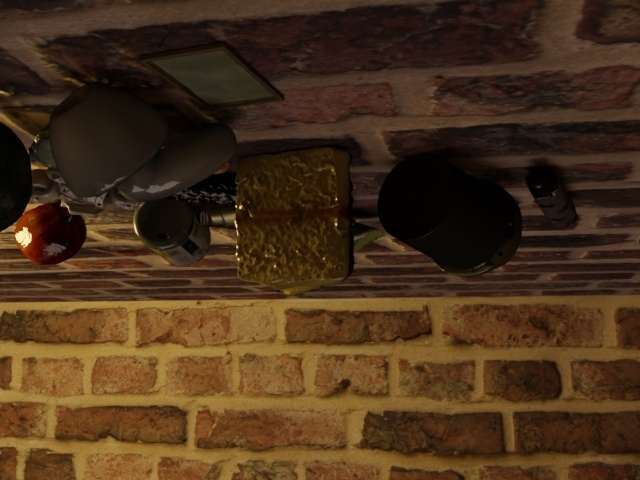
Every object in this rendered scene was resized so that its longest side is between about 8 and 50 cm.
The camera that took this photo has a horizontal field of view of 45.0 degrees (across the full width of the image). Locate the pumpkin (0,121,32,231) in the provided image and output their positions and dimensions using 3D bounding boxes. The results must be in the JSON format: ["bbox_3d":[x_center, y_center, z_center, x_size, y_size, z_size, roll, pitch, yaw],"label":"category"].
[{"bbox_3d":[-0.621,-0.127,1.260,0.300,0.207,0.300,11,161,4],"label":"pumpkin"}]

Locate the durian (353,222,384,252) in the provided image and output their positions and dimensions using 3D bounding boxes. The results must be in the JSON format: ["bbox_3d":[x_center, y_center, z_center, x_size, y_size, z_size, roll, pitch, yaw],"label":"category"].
[{"bbox_3d":[-0.009,0.004,1.890,0.169,0.157,0.355,-29,175,37],"label":"durian"}]

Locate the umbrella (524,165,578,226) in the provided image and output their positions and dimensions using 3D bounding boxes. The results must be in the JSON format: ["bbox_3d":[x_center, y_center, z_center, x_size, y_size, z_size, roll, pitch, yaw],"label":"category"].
[{"bbox_3d":[0.490,-0.092,1.639,0.067,0.073,0.337,-37,155,14],"label":"umbrella"}]

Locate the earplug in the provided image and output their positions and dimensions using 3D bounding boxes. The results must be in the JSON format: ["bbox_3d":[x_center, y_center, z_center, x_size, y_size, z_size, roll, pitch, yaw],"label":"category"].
[{"bbox_3d":[-0.280,-0.150,1.245,0.214,0.175,0.325,-13,172,35],"label":"earplug"}]

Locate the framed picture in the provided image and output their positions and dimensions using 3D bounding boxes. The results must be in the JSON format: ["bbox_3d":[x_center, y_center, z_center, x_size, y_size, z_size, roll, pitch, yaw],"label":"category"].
[{"bbox_3d":[-0.155,-0.239,1.147,0.136,0.010,0.201,-5,167,21],"label":"framed picture"}]

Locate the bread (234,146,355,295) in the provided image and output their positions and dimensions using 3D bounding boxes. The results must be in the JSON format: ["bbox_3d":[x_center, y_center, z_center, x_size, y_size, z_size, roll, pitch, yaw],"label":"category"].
[{"bbox_3d":[-0.016,-0.033,1.516,0.236,0.263,0.198,-7,168,30],"label":"bread"}]

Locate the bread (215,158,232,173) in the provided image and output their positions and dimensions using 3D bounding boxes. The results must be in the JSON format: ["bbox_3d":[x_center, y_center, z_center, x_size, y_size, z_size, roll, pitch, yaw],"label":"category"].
[{"bbox_3d":[-0.223,-0.155,1.466,0.111,0.044,0.083,-3,164,12],"label":"bread"}]

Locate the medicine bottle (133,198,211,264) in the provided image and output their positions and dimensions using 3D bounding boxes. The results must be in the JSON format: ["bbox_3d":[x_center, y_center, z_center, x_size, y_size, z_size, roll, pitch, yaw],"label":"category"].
[{"bbox_3d":[-0.347,-0.019,1.880,0.141,0.141,0.293,0,168,4],"label":"medicine bottle"}]

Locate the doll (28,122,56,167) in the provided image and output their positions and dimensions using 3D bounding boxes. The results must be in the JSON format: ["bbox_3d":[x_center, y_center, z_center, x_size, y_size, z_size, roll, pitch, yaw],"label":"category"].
[{"bbox_3d":[-0.442,-0.167,1.350,0.103,0.071,0.214,10,162,-41],"label":"doll"}]

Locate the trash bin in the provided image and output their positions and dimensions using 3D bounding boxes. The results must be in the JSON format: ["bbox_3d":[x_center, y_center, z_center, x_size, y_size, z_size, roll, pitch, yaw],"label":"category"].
[{"bbox_3d":[0.281,-0.039,1.582,0.214,0.214,0.334,-9,162,39],"label":"trash bin"}]

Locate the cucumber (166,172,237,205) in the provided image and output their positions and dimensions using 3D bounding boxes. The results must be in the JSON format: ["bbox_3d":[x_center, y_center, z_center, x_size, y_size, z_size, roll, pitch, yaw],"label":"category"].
[{"bbox_3d":[-0.257,-0.114,1.602,0.300,0.072,0.072,5,167,-20],"label":"cucumber"}]

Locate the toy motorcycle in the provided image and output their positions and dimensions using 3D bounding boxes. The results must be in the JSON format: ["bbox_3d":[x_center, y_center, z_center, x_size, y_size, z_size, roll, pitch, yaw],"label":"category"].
[{"bbox_3d":[-0.487,-0.113,1.596,0.254,0.112,0.112,4,168,-7],"label":"toy motorcycle"}]

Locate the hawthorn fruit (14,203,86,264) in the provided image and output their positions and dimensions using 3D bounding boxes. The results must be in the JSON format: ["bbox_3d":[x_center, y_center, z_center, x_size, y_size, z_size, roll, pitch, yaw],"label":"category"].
[{"bbox_3d":[-0.647,-0.027,1.886,0.157,0.157,0.194,13,145,-44],"label":"hawthorn fruit"}]

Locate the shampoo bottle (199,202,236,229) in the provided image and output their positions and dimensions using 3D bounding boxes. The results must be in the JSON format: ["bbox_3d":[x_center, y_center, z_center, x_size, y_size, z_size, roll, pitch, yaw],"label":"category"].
[{"bbox_3d":[-0.106,-0.061,1.809,0.350,0.084,0.125,3,174,-5],"label":"shampoo bottle"}]
